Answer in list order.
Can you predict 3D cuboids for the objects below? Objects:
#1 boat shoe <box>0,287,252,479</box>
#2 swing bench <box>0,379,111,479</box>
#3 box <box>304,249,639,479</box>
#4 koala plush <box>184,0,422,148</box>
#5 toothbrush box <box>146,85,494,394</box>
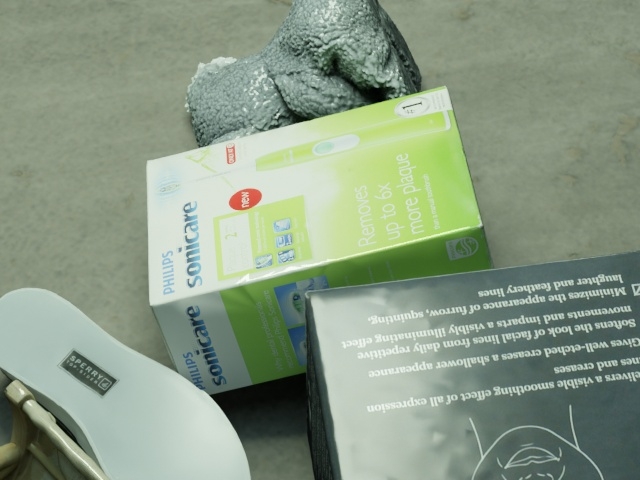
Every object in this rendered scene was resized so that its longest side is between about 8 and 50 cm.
[{"bbox_3d":[-0.168,0.160,1.547,0.306,0.105,0.113,31,67,27],"label":"boat shoe"},{"bbox_3d":[-0.247,0.291,1.419,0.254,0.165,0.253,-33,59,-28],"label":"swing bench"},{"bbox_3d":[0.157,0.235,1.421,0.293,0.212,0.395,-6,52,-4],"label":"box"},{"bbox_3d":[-0.028,-0.139,1.733,0.221,0.203,0.196,-24,39,11],"label":"koala plush"},{"bbox_3d":[0.000,0.000,1.592,0.283,0.122,0.206,-14,39,6],"label":"toothbrush box"}]
